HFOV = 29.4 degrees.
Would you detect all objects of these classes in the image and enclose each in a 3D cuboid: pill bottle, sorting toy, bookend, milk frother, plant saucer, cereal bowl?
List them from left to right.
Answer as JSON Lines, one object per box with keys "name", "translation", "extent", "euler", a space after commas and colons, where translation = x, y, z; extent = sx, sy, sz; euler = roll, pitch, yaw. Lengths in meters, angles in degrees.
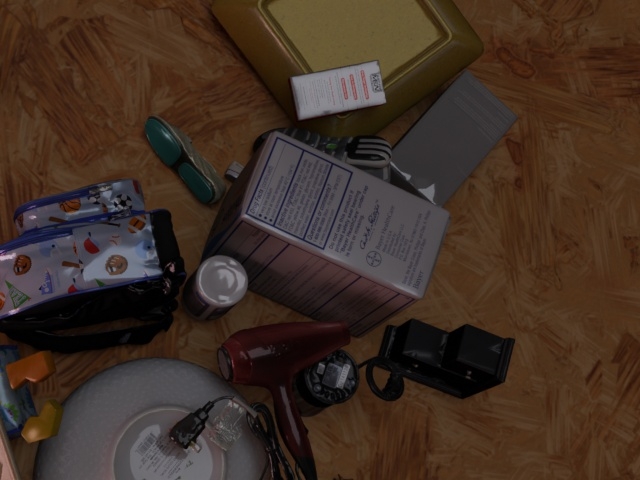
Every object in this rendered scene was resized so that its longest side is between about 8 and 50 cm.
{"name": "sorting toy", "translation": [-0.457, 0.265, 1.603], "extent": [0.307, 0.041, 0.229], "euler": [-22, 80, 19]}
{"name": "cereal bowl", "translation": [-0.224, 0.322, 1.700], "extent": [0.339, 0.141, 0.339], "euler": [5, 73, -17]}
{"name": "pill bottle", "translation": [-0.159, 0.074, 1.797], "extent": [0.078, 0.137, 0.078], "euler": [5, 73, -17]}
{"name": "milk frother", "translation": [0.032, 0.215, 1.819], "extent": [0.143, 0.135, 0.129], "euler": [40, 66, -4]}
{"name": "plant saucer", "translation": [0.051, -0.345, 1.950], "extent": [0.333, 0.081, 0.332], "euler": [-37, 95, -4]}
{"name": "bookend", "translation": [0.190, 0.173, 1.871], "extent": [0.156, 0.157, 0.072], "euler": [22, 68, -11]}

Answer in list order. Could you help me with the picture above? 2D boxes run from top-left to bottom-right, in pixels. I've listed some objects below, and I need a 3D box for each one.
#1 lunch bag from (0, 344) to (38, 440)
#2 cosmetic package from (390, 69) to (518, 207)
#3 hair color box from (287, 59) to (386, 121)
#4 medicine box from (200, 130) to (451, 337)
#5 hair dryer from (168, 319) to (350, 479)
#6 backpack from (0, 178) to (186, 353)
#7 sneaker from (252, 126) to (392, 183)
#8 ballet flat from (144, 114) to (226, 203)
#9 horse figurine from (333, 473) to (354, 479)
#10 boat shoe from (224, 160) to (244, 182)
{"name": "lunch bag", "translation": [-0.477, 0.225, 1.673], "extent": [0.151, 0.096, 0.128], "euler": [-21, 80, 7]}
{"name": "cosmetic package", "translation": [0.200, -0.152, 2.005], "extent": [0.127, 0.107, 0.238], "euler": [45, 69, -1]}
{"name": "hair color box", "translation": [0.025, -0.231, 1.887], "extent": [0.141, 0.043, 0.072], "euler": [-11, 93, -5]}
{"name": "medicine box", "translation": [0.000, 0.000, 1.802], "extent": [0.289, 0.263, 0.149], "euler": [25, 67, -10]}
{"name": "hair dryer", "translation": [-0.058, 0.222, 1.695], "extent": [0.223, 0.080, 0.293], "euler": [39, 71, -13]}
{"name": "backpack", "translation": [-0.334, 0.038, 1.694], "extent": [0.263, 0.276, 0.213], "euler": [-19, 75, -16]}
{"name": "sneaker", "translation": [0.006, -0.102, 1.935], "extent": [0.229, 0.132, 0.086], "euler": [8, 44, 20]}
{"name": "ballet flat", "translation": [-0.209, -0.128, 1.897], "extent": [0.168, 0.057, 0.052], "euler": [53, 38, -1]}
{"name": "horse figurine", "translation": [0.096, 0.485, 1.796], "extent": [0.174, 0.066, 0.263], "euler": [14, 68, -20]}
{"name": "boat shoe", "translation": [-0.101, -0.093, 1.924], "extent": [0.100, 0.035, 0.035], "euler": [28, 70, -1]}
